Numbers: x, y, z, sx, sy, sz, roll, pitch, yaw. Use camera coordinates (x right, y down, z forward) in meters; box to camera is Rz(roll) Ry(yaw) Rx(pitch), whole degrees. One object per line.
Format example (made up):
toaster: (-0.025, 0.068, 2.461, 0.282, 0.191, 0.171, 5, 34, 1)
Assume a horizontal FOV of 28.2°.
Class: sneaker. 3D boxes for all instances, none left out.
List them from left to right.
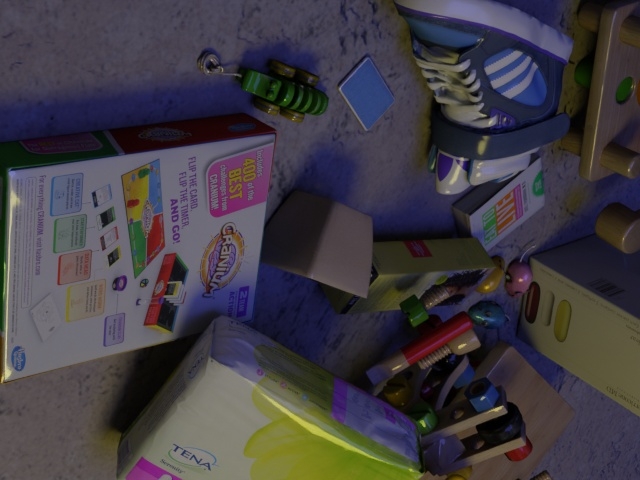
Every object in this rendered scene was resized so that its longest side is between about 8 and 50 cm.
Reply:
sneaker: (0.175, -0.167, 1.532, 0.323, 0.130, 0.236, 9, 104, -50)

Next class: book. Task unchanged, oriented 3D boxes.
book: (0.248, -0.046, 1.746, 0.144, 0.035, 0.096, -38, 138, -21)

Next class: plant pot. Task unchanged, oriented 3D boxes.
plant pot: (0.000, 0.000, 1.503, 0.109, 0.109, 0.096, 22, 85, -46)

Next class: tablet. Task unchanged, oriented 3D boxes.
tablet: (0.055, -0.174, 1.513, 0.054, 0.006, 0.083, -48, 137, -10)

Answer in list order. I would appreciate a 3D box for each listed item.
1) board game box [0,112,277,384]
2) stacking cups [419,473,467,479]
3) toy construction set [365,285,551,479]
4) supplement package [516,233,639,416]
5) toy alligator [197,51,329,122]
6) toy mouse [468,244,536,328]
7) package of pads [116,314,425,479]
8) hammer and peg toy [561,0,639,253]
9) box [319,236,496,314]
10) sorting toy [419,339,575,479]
board game box: (-0.202, 0.002, 1.345, 0.316, 0.064, 0.242, -11, 121, -37)
stacking cups: (0.040, 0.339, 1.599, 0.096, 0.316, 0.096, 12, 75, -52)
toy construction set: (0.110, 0.217, 1.615, 0.237, 0.257, 0.309, -31, 142, -2)
supplement package: (0.455, 0.115, 1.853, 0.204, 0.262, 0.145, -16, 123, -34)
toy alligator: (-0.049, -0.165, 1.392, 0.190, 0.051, 0.056, 12, 105, -45)
toy mouse: (0.265, 0.081, 1.832, 0.161, 0.031, 0.143, -40, 134, -17)
package of pads: (-0.054, 0.240, 1.452, 0.296, 0.101, 0.229, 30, 118, -16)
hammer and peg toy: (0.462, -0.182, 1.784, 0.266, 0.127, 0.361, -22, 127, -34)
box: (0.115, 0.044, 1.638, 0.232, 0.058, 0.087, -2, 142, -40)
sorting toy: (0.225, 0.287, 1.877, 0.257, 0.089, 0.255, -52, 137, -4)
